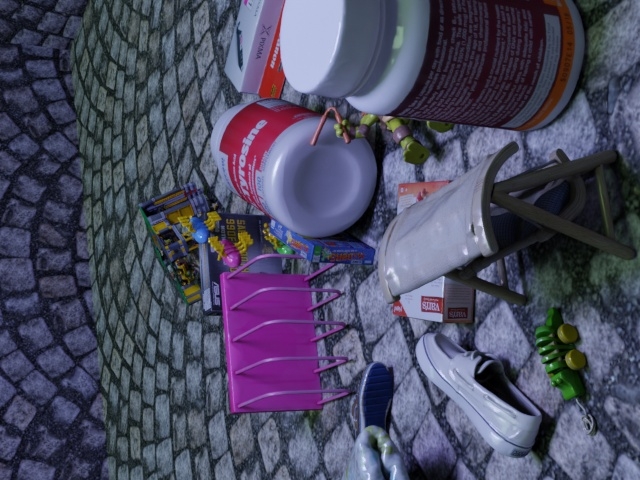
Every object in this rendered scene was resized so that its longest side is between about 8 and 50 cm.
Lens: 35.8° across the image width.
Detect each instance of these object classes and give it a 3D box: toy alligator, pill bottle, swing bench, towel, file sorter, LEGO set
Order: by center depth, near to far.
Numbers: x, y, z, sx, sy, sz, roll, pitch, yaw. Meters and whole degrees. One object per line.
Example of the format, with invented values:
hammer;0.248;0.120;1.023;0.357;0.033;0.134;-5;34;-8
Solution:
swing bench;0.242;-0.019;1.371;0.253;0.255;0.165;-33;59;57
toy alligator;0.337;0.182;1.390;0.056;0.051;0.189;-47;48;52
pill bottle;0.156;-0.282;1.409;0.224;0.392;0.224;-9;80;61
towel;0.115;0.532;1.654;0.320;0.090;0.374;105;154;-59
file sorter;-0.064;0.186;1.994;0.182;0.202;0.290;-33;59;56
pill bottle;-0.074;-0.164;2.015;0.408;0.229;0.229;32;115;59
LEGO set;-0.327;-0.002;2.599;0.331;0.192;0.255;43;154;59

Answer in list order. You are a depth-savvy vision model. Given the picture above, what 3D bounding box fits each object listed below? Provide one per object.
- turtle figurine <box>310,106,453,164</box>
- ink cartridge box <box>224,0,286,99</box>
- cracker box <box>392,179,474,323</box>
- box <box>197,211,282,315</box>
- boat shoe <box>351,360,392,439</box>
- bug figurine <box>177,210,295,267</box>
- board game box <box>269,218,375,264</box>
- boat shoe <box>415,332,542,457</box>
turtle figurine;0.124;-0.218;1.753;0.269;0.087;0.217;-42;47;0
ink cartridge box;-0.138;-0.471;2.345;0.239;0.060;0.275;57;136;50
cracker box;0.191;0.018;1.667;0.156;0.067;0.232;1;89;63
box;-0.180;0.056;2.245;0.056;0.183;0.231;-31;60;59
boat shoe;0.087;0.310;1.839;0.066;0.066;0.183;15;101;63
bug figurine;-0.155;-0.013;2.116;0.216;0.279;0.072;-127;34;-55
board game box;0.000;0.000;1.958;0.201;0.136;0.035;34;117;59
boat shoe;0.243;0.214;1.524;0.267;0.096;0.088;54;130;48
